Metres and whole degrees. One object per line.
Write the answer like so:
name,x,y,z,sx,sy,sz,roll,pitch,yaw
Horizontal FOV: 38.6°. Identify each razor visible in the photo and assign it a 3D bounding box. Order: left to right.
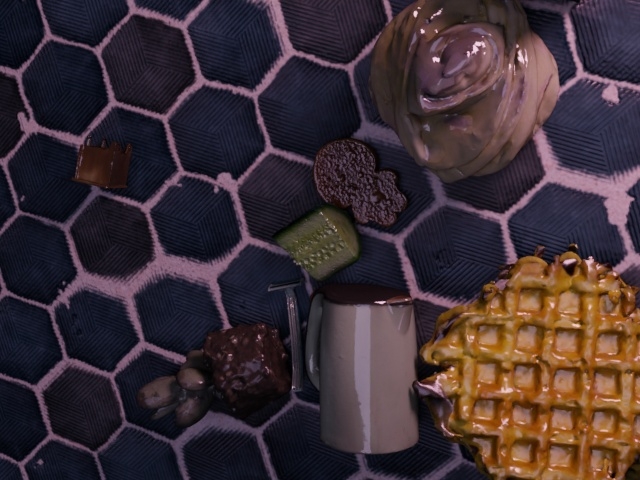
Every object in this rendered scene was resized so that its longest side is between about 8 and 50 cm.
razor,-0.045,0.164,1.573,0.068,0.037,0.191,-13,78,24

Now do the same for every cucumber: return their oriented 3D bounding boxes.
cucumber,0.000,0.000,1.525,0.115,0.062,0.116,-32,103,35

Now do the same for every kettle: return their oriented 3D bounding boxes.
kettle,0.057,0.200,1.508,0.240,0.165,0.255,5,101,46

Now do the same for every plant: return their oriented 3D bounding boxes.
plant,-0.189,0.239,1.588,0.274,0.146,0.149,-23,48,21

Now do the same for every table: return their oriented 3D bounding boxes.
table,-0.384,-0.139,1.624,0.070,0.083,0.082,13,96,12

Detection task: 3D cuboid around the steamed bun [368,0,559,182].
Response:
steamed bun,0.208,-0.234,1.355,0.268,0.207,0.280,-36,89,19

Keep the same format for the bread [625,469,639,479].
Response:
bread,0.542,0.460,1.431,0.128,0.088,0.232,-36,92,27

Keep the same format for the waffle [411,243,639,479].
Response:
waffle,0.362,0.218,1.425,0.379,0.095,0.382,-39,87,10

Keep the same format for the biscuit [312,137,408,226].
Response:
biscuit,0.064,-0.094,1.517,0.175,0.026,0.124,40,112,8
